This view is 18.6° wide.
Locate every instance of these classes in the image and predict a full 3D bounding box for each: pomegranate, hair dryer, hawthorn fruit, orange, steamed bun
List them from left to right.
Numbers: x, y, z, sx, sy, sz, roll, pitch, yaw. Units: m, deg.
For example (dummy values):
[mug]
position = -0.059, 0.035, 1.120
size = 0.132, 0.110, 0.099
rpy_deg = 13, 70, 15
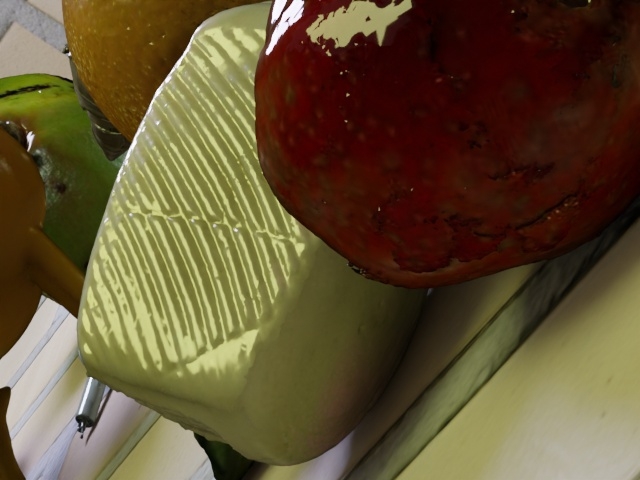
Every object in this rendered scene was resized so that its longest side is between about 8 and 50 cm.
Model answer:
[pomegranate]
position = -0.278, -0.036, 1.982
size = 0.260, 0.260, 0.341
rpy_deg = -58, -12, -5
[hair dryer]
position = -0.196, 0.122, 1.721
size = 0.063, 0.038, 0.124
rpy_deg = -45, 23, 44
[orange]
position = -0.049, -0.168, 1.351
size = 0.274, 0.274, 0.274
rpy_deg = -53, 13, 18
[steamed bun]
position = -0.015, 0.000, 1.029
size = 0.170, 0.152, 0.239
rpy_deg = 12, 72, 38
[hawthorn fruit]
position = 0.076, -0.073, 0.840
size = 0.235, 0.181, 0.181
rpy_deg = -30, 29, 55

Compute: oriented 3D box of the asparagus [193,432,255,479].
[asparagus]
position = 0.012, -0.004, 1.134
size = 0.343, 0.085, 0.082
rpy_deg = -57, -12, 11

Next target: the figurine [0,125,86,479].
[figurine]
position = -0.349, 0.062, 1.643
size = 0.387, 0.401, 0.268
rpy_deg = -40, 13, 48

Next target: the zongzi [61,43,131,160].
[zongzi]
position = -0.122, -0.158, 1.602
size = 0.189, 0.081, 0.178
rpy_deg = -46, -14, -14
